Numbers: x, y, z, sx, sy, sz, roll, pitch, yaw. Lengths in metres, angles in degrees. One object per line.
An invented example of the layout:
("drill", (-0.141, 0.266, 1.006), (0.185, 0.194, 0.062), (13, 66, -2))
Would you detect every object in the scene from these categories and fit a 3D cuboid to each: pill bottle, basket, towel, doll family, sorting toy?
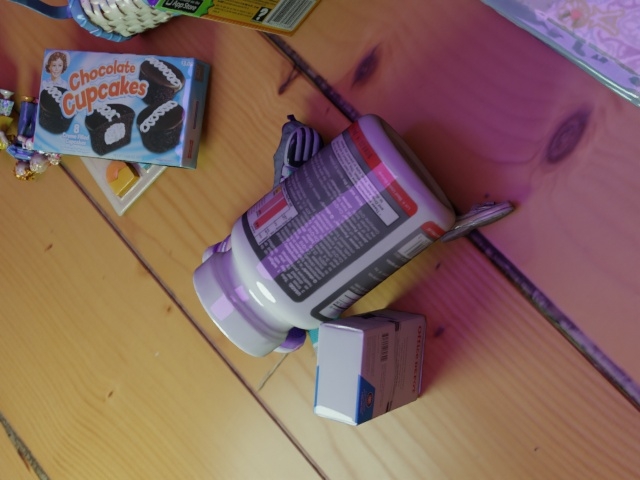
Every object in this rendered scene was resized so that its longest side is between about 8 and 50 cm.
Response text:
("pill bottle", (0.000, 0.000, 1.434), (0.363, 0.210, 0.210), (-38, 74, 13))
("basket", (-0.382, -0.440, 1.650), (0.289, 0.255, 0.201), (-14, 91, 13))
("towel", (0.394, -0.393, 1.287), (0.374, 0.090, 0.320), (40, 109, 22))
("doll family", (-0.593, -0.204, 1.882), (0.263, 0.118, 0.163), (15, 95, 10))
("sorting toy", (-0.363, -0.178, 1.774), (0.208, 0.038, 0.193), (-44, 72, 26))

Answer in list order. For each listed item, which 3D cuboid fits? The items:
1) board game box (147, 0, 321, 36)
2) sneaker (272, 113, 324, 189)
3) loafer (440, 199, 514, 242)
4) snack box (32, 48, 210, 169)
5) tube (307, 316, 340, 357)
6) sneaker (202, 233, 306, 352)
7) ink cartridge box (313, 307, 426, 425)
("board game box", (-0.129, -0.568, 1.422), (0.356, 0.356, 0.356), (-46, 72, 25))
("sneaker", (-0.045, -0.091, 1.589), (0.098, 0.083, 0.224), (-125, 43, -57))
("loafer", (0.225, -0.037, 1.437), (0.125, 0.045, 0.039), (-27, 73, 32))
("snack box", (-0.356, -0.235, 1.717), (0.321, 0.060, 0.187), (8, 91, 24))
("tube", (-0.002, 0.117, 1.581), (0.080, 0.052, 0.207), (-24, 76, 25))
("sneaker", (-0.097, 0.075, 1.597), (0.236, 0.095, 0.104), (53, 124, 17))
("ink cartridge box", (0.076, 0.184, 1.454), (0.082, 0.190, 0.140), (8, 97, 31))
